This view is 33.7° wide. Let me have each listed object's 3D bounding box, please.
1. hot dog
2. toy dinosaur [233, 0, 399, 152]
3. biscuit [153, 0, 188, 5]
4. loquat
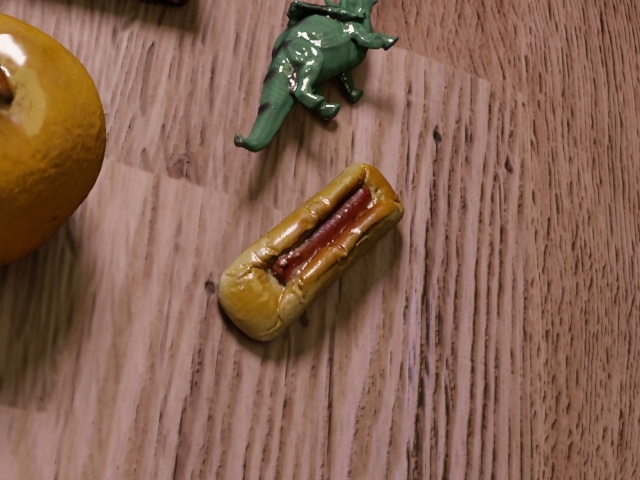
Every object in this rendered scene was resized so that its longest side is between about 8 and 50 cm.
[{"bbox_3d":[0.000,0.000,1.033,0.084,0.073,0.242,47,54,4],"label":"hot dog"},{"bbox_3d":[-0.001,-0.171,1.109,0.120,0.079,0.292,26,55,-10],"label":"toy dinosaur"},{"bbox_3d":[-0.299,-0.322,1.014,0.388,0.073,0.107,8,63,-27],"label":"biscuit"},{"bbox_3d":[-0.275,-0.082,0.840,0.208,0.208,0.208,12,63,-24],"label":"loquat"}]
